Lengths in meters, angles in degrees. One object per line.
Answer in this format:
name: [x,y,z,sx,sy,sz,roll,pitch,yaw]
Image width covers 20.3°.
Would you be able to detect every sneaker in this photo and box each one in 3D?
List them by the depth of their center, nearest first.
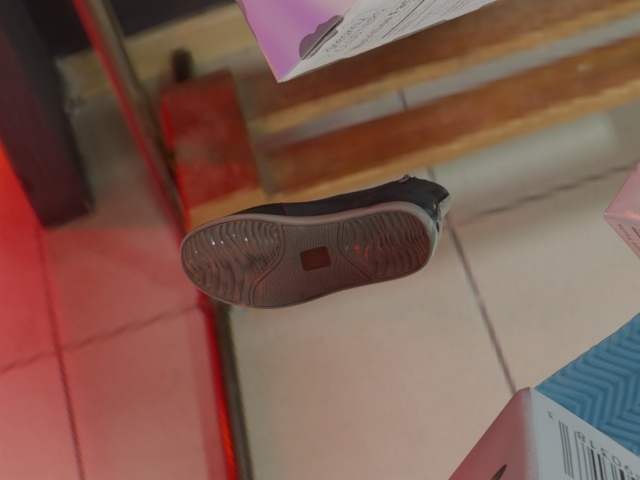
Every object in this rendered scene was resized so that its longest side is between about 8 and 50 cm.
sneaker: [0.191,0.079,0.980,0.229,0.092,0.087,-26,73,-10]
sneaker: [0.000,0.000,1.502,0.222,0.083,0.118,-5,14,16]

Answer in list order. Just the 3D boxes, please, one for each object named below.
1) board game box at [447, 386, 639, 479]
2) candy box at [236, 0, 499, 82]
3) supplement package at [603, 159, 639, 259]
board game box: [0.097,0.181,0.254,0.224,0.097,0.303,32,21,-10]
candy box: [0.038,-0.164,0.600,0.196,0.070,0.164,-23,83,-30]
supplement package: [0.367,-0.017,1.610,0.179,0.105,0.105,20,71,51]
